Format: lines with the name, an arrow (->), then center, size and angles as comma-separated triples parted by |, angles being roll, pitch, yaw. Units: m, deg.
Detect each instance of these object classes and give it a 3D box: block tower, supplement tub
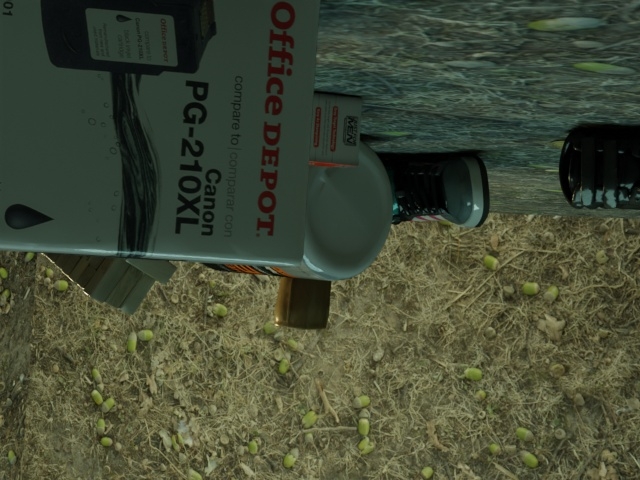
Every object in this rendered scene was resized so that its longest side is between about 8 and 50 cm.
block tower -> -0.343, -0.021, 1.528 | 0.335, 0.097, 0.091 | 33, 177, 35
supplement tub -> -0.072, -0.048, 1.556 | 0.193, 0.193, 0.316 | 5, 179, -43

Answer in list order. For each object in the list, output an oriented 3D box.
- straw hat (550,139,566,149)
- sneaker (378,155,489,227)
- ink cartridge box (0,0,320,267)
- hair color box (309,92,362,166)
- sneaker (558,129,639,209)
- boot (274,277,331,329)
straw hat -> 0.354, -0.087, 1.414 | 0.144, 0.061, 0.144 | 4, 178, 0
sneaker -> 0.130, -0.073, 1.686 | 0.178, 0.124, 0.295 | -6, -178, -11
ink cartridge box -> -0.126, -0.076, 0.659 | 0.237, 0.172, 0.100 | 4, 179, -15
hair color box -> -0.032, -0.113, 1.126 | 0.141, 0.072, 0.043 | 5, 178, -19
sneaker -> 0.353, -0.067, 1.204 | 0.147, 0.104, 0.296 | -1, -175, -13
boot -> 0.000, 0.000, 1.764 | 0.089, 0.269, 0.236 | 4, 179, 27
